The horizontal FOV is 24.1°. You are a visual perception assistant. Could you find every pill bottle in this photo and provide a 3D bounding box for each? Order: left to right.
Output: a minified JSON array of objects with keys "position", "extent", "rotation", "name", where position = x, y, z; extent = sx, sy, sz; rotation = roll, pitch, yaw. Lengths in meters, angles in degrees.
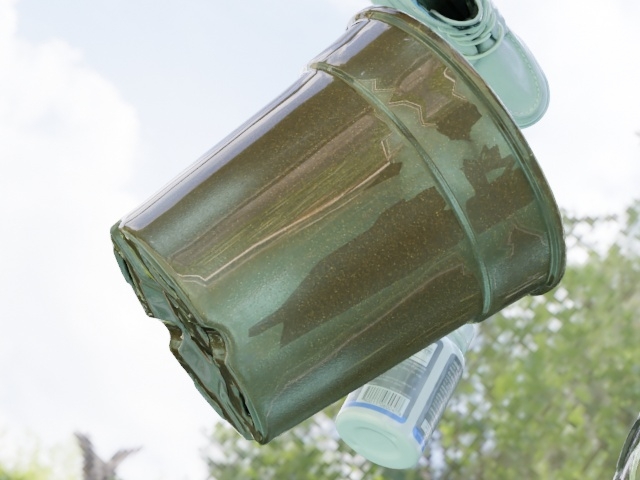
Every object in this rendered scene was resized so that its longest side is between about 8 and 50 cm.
[{"position":[0.075,0.118,1.271],"extent":[0.078,0.137,0.078],"rotation":[22,-32,15],"name":"pill bottle"}]

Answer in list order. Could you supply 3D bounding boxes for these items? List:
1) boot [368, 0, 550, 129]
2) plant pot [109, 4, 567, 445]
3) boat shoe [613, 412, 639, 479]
[{"position":[0.125,-0.193,1.370],"extent":[0.258,0.095,0.123],"rotation":[41,0,-14],"name":"boot"},{"position":[0.000,0.000,0.715],"extent":[0.167,0.165,0.167],"rotation":[50,-16,21],"name":"plant pot"},{"position":[0.268,0.117,1.061],"extent":[0.080,0.223,0.073],"rotation":[47,-37,-4],"name":"boat shoe"}]
